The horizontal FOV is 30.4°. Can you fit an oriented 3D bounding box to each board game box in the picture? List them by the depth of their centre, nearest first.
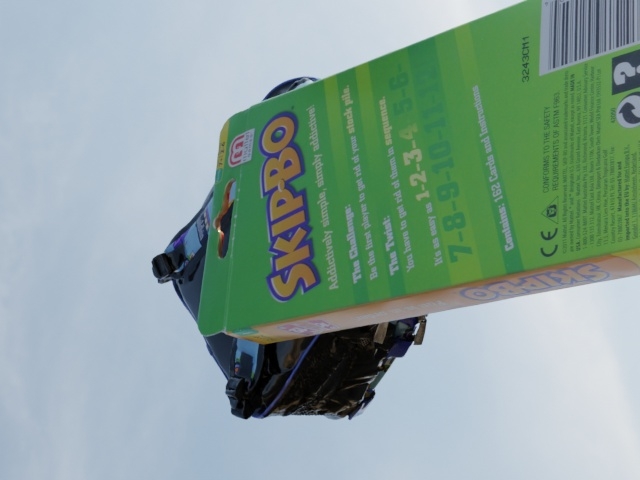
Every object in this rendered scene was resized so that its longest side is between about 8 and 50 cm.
[{"bbox_3d":[0.042,-0.028,0.527,0.039,0.259,0.124,25,-118,-43],"label":"board game box"}]

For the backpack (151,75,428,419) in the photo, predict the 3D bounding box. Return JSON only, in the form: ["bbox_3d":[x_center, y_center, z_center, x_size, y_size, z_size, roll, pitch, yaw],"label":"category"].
[{"bbox_3d":[0.000,0.000,0.690,0.117,0.158,0.173,10,-61,-39],"label":"backpack"}]
